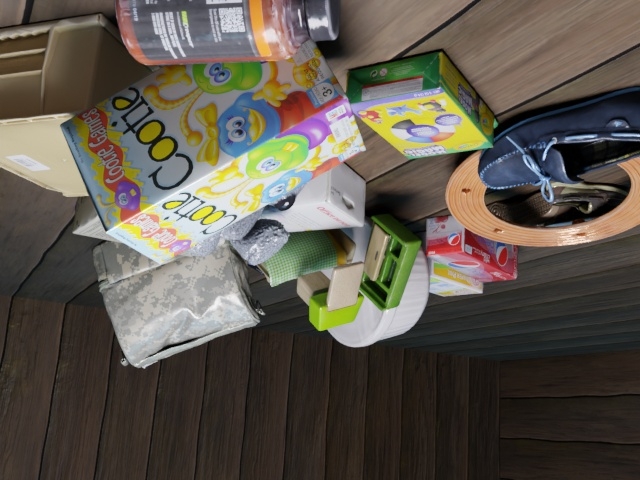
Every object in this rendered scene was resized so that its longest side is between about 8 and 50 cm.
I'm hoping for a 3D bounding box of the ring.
[{"bbox_3d":[0.365,-0.081,1.138,0.337,0.032,0.336,3,152,2],"label":"ring"}]

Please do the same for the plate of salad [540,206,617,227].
[{"bbox_3d":[0.492,-0.038,1.346,0.200,0.048,0.200,-6,173,-1],"label":"plate of salad"}]

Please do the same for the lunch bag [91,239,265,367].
[{"bbox_3d":[-0.290,0.099,1.500,0.305,0.256,0.212,-19,161,1],"label":"lunch bag"}]

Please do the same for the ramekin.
[{"bbox_3d":[0.109,0.080,1.497,0.127,0.272,0.273,0,169,-31],"label":"ramekin"}]

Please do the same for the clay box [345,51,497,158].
[{"bbox_3d":[0.140,-0.162,0.954,0.128,0.053,0.222,-5,162,31],"label":"clay box"}]

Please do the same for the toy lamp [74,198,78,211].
[{"bbox_3d":[-0.414,-0.030,1.550,0.080,0.080,0.274,-1,163,17],"label":"toy lamp"}]

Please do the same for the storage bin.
[{"bbox_3d":[-0.326,-0.158,0.959,0.261,0.123,0.262,-1,165,19],"label":"storage bin"}]

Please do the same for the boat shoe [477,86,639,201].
[{"bbox_3d":[0.314,-0.117,0.953,0.109,0.089,0.258,28,145,-32],"label":"boat shoe"}]

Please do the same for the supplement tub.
[{"bbox_3d":[-0.083,-0.220,0.691,0.198,0.106,0.106,1,165,10],"label":"supplement tub"}]

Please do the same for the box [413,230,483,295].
[{"bbox_3d":[0.266,0.055,1.643,0.114,0.103,0.203,-10,160,43],"label":"box"}]

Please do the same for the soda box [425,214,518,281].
[{"bbox_3d":[0.322,0.021,1.541,0.092,0.083,0.263,-8,161,37],"label":"soda box"}]

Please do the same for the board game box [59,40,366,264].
[{"bbox_3d":[-0.110,-0.112,0.804,0.275,0.142,0.144,-29,161,3],"label":"board game box"}]

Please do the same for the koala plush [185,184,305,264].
[{"bbox_3d":[-0.096,-0.102,1.082,0.221,0.203,0.196,-31,158,29],"label":"koala plush"}]

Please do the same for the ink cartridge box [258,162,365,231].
[{"bbox_3d":[-0.047,-0.075,1.254,0.213,0.093,0.154,-2,165,27],"label":"ink cartridge box"}]

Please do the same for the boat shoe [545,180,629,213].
[{"bbox_3d":[0.449,-0.069,1.234,0.152,0.049,0.056,8,167,-9],"label":"boat shoe"}]

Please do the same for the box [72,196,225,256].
[{"bbox_3d":[-0.298,-0.062,1.298,0.232,0.126,0.149,13,162,-32],"label":"box"}]

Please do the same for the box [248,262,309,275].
[{"bbox_3d":[-0.082,0.030,1.685,0.148,0.077,0.180,-2,164,17],"label":"box"}]

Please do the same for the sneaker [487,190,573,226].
[{"bbox_3d":[0.371,-0.041,1.330,0.071,0.066,0.188,7,167,-32],"label":"sneaker"}]

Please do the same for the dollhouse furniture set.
[{"bbox_3d":[0.000,0.000,1.335,0.198,0.151,0.301,-12,-142,-33],"label":"dollhouse furniture set"}]
